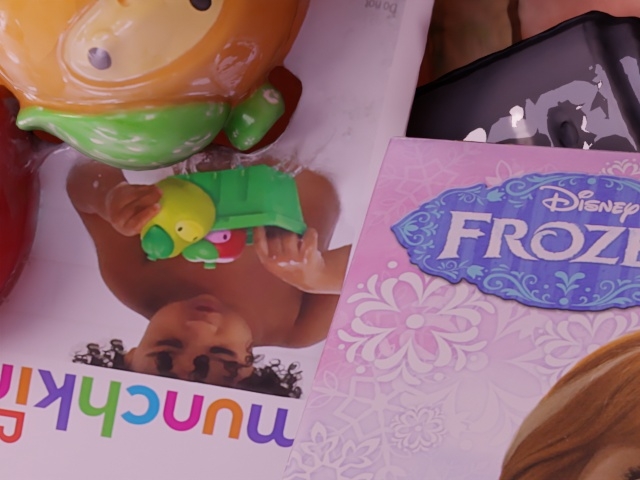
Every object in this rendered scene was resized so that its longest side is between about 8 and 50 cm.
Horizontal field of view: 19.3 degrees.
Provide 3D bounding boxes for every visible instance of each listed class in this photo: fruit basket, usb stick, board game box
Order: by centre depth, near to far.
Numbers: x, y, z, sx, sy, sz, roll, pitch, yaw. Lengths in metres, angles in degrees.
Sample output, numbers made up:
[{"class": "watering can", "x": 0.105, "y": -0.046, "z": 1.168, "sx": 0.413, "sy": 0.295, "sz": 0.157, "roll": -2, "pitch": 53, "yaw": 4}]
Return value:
[{"class": "board game box", "x": 0.137, "y": 0.115, "z": 0.491, "sx": 0.319, "sy": 0.066, "sz": 0.318, "roll": 4, "pitch": 51, "yaw": 17}, {"class": "fruit basket", "x": -0.128, "y": -0.062, "z": 0.590, "sx": 0.327, "sy": 0.165, "sz": 0.353, "roll": 11, "pitch": 103, "yaw": -8}, {"class": "usb stick", "x": 0.000, "y": 0.000, "z": 0.690, "sx": 0.278, "sy": 0.045, "sz": 0.077, "roll": -23, "pitch": 78, "yaw": 21}]
